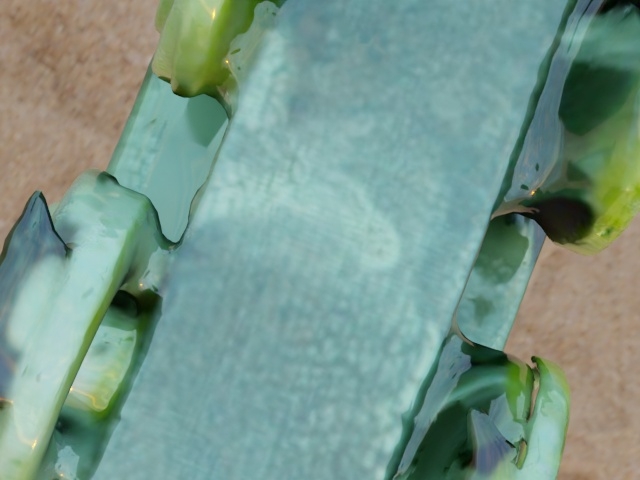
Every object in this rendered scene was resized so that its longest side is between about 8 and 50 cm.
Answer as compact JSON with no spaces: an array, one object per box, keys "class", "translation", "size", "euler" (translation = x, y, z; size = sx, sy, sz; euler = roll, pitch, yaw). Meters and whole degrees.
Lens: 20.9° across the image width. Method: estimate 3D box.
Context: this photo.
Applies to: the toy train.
[{"class":"toy train","translation":[0.000,0.000,0.474],"size":[0.159,0.188,0.272],"euler":[22,81,-3]}]
